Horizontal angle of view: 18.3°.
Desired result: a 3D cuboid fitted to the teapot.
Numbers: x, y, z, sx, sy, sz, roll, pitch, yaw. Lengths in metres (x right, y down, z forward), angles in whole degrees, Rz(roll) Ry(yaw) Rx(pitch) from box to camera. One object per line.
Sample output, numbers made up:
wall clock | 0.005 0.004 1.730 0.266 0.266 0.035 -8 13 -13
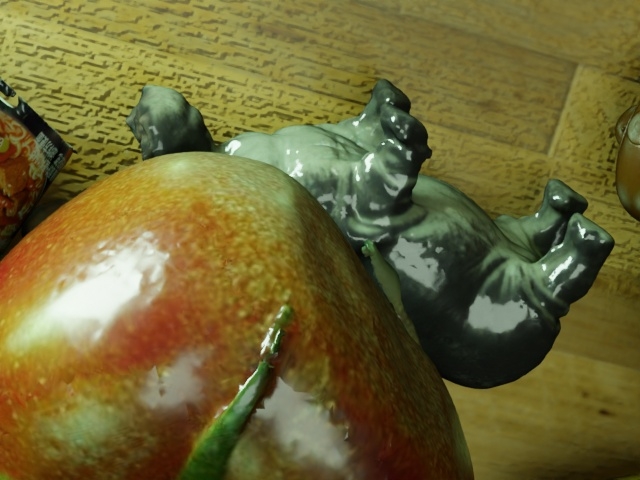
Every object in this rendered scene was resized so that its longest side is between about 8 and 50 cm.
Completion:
teapot | 0.226 -0.071 1.261 0.098 0.078 0.129 41 77 -47

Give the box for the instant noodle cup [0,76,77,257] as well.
instant noodle cup | -0.257 -0.039 1.078 0.182 0.230 0.230 -47 111 -7

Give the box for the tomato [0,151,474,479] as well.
tomato | -0.057 0.102 1.071 0.303 0.239 0.304 5 125 7

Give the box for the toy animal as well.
toy animal | 0.000 -0.016 1.204 0.343 0.106 0.168 14 109 -11

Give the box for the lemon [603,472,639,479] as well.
lemon | 0.265 0.328 1.223 0.364 0.364 0.364 -4 107 -13
